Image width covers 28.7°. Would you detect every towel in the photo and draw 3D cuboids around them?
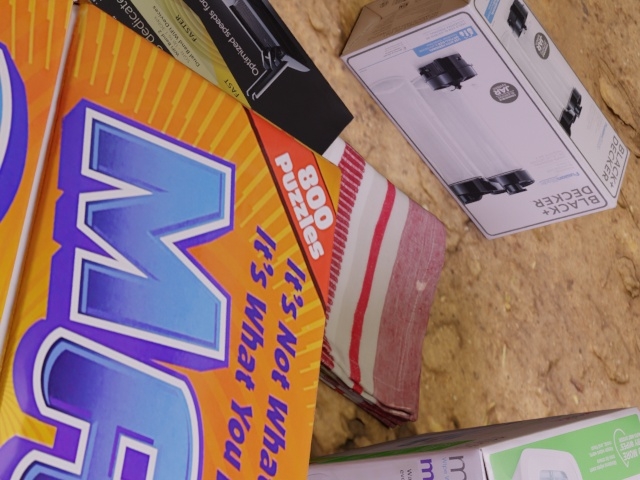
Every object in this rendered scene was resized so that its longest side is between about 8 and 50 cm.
[{"bbox_3d":[0.000,0.000,1.149,0.329,0.037,0.237,38,50,-36],"label":"towel"}]

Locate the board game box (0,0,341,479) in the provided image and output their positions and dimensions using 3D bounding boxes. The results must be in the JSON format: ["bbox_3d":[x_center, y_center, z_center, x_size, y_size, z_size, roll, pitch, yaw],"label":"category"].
[{"bbox_3d":[-0.252,0.088,0.564,0.356,0.357,0.356,30,56,-41],"label":"board game box"}]

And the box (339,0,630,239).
[{"bbox_3d":[0.176,-0.139,1.301,0.290,0.169,0.087,48,46,-30],"label":"box"}]

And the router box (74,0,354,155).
[{"bbox_3d":[-0.136,-0.142,0.974,0.309,0.081,0.243,53,43,-14],"label":"router box"}]

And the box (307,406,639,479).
[{"bbox_3d":[0.124,0.229,1.064,0.262,0.231,0.126,-1,79,-49],"label":"box"}]
